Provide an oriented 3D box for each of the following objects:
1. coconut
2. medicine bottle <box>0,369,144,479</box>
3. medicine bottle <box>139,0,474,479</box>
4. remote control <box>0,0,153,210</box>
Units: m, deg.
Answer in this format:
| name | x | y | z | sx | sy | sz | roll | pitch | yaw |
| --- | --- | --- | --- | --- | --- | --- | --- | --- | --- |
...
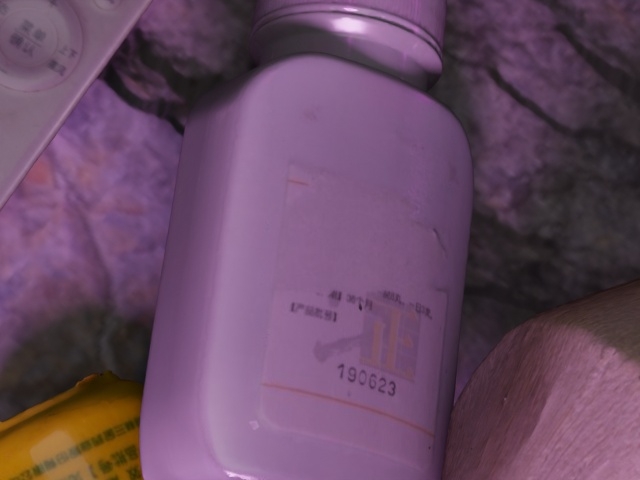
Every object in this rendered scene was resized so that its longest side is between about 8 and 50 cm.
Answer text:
| name | x | y | z | sx | sy | sz | roll | pitch | yaw |
| --- | --- | --- | --- | --- | --- | --- | --- | --- | --- |
| coconut | 0.172 | 0.135 | 0.890 | 0.266 | 0.237 | 0.237 | -24 | 82 | -30 |
| medicine bottle | -0.075 | 0.220 | 0.936 | 0.111 | 0.076 | 0.309 | -25 | 84 | -17 |
| medicine bottle | 0.000 | 0.000 | 0.960 | 0.161 | 0.111 | 0.296 | 19 | 69 | -33 |
| remote control | -0.151 | -0.124 | 1.017 | 0.090 | 0.038 | 0.309 | 35 | 75 | 0 |
